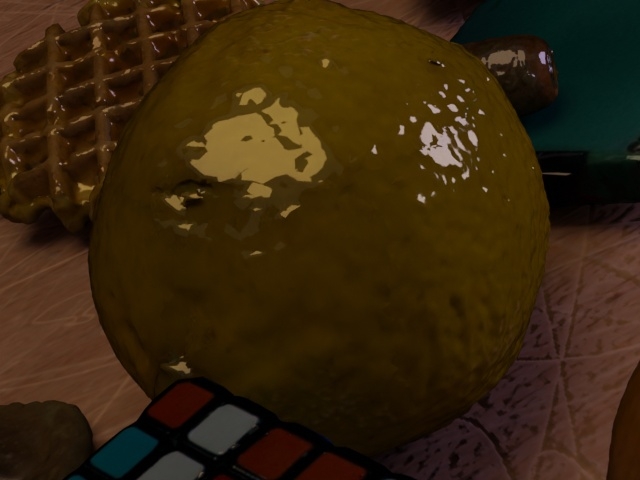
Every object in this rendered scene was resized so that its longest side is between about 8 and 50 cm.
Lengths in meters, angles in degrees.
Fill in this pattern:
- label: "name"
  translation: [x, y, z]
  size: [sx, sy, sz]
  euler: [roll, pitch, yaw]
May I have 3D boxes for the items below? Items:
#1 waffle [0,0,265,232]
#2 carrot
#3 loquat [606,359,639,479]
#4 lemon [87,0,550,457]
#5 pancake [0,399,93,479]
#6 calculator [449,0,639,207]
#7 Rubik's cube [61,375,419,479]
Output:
- label: "waffle"
  translation: [-0.157, -0.123, 1.219]
  size: [0.329, 0.062, 0.329]
  euler: [-7, 46, 8]
- label: "carrot"
  translation: [0.008, -0.088, 1.031]
  size: [0.342, 0.070, 0.070]
  euler: [-11, 34, 26]
- label: "loquat"
  translation: [0.233, 0.091, 0.589]
  size: [0.238, 0.238, 0.193]
  euler: [-35, 56, -18]
- label: "lemon"
  translation: [0.000, 0.000, 0.820]
  size: [0.268, 0.268, 0.321]
  euler: [-7, 39, 23]
- label: "pancake"
  translation: [-0.260, 0.170, 0.930]
  size: [0.222, 0.042, 0.236]
  euler: [-38, 36, -25]
- label: "calculator"
  translation: [0.184, -0.109, 1.046]
  size: [0.274, 0.058, 0.248]
  euler: [-1, 39, 37]
- label: "Rubik's cube"
  translation: [-0.037, 0.200, 0.627]
  size: [0.187, 0.184, 0.182]
  euler: [-39, 35, -27]
